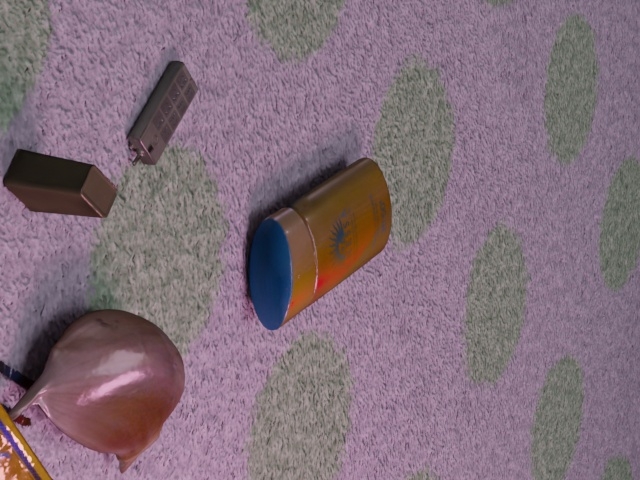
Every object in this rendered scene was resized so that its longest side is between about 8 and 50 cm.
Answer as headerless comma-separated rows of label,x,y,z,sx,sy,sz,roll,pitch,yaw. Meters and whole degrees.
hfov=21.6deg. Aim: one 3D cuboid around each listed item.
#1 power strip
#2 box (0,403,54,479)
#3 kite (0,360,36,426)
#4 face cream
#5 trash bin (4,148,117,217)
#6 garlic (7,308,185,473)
power strip,-0.175,-0.135,1.840,0.136,0.019,0.051,-64,148,-30
box,-0.359,0.209,1.468,0.193,0.084,0.301,-47,141,-22
kite,-0.344,0.137,1.607,0.245,0.015,0.141,44,56,-55
face cream,0.000,0.000,2.140,0.285,0.067,0.139,-35,124,-53
trash bin,-0.254,-0.053,1.641,0.061,0.092,0.043,52,54,-52
garlic,-0.232,0.139,1.737,0.266,0.128,0.149,28,55,-53
